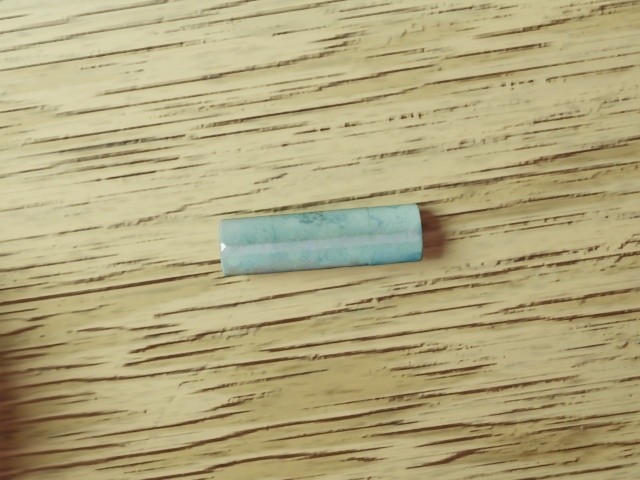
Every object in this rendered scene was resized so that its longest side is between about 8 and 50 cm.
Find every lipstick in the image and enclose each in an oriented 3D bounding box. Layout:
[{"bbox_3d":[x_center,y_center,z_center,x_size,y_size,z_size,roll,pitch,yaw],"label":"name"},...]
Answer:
[{"bbox_3d":[0.000,0.000,0.702,0.157,0.048,0.048,-5,110,0],"label":"lipstick"}]
